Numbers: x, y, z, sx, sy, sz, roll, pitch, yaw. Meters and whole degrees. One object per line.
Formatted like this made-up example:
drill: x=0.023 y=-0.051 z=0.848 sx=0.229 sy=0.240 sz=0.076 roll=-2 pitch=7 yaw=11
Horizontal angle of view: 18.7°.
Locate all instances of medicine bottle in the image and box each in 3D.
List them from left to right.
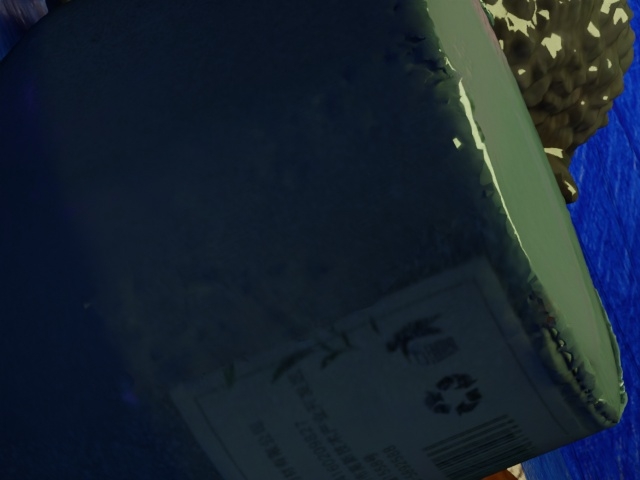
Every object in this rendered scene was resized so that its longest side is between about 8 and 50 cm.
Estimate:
medicine bottle: x=-0.053 y=0.012 z=0.782 sx=0.245 sy=0.290 sz=0.245 roll=-22 pitch=90 yaw=-79

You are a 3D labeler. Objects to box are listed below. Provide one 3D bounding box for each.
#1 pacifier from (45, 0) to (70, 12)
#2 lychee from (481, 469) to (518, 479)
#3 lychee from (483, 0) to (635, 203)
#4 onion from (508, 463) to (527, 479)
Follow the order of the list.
pacifier: x=-0.089 y=-0.082 z=1.216 sx=0.299 sy=0.244 sz=0.233 roll=83 pitch=26 yaw=-52
lychee: x=0.024 y=0.194 z=0.934 sx=0.300 sy=0.255 sz=0.255 roll=-53 pitch=133 yaw=-29
lychee: x=0.052 y=-0.171 z=1.560 sx=0.432 sy=0.380 sz=0.380 roll=50 pitch=1 yaw=26
onion: x=0.020 y=0.145 z=1.343 sx=0.283 sy=0.120 sz=0.227 roll=59 pitch=-33 yaw=21
